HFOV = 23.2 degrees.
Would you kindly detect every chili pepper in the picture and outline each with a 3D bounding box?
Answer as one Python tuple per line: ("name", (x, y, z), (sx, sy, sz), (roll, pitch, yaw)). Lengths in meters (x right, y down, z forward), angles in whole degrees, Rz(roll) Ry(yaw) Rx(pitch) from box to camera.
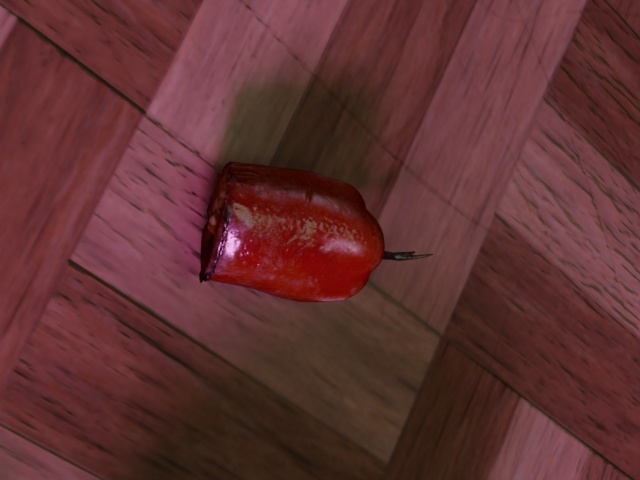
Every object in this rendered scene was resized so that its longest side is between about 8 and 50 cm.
("chili pepper", (0.000, 0.000, 1.080), (0.192, 0.086, 0.084), (9, 60, -32))
